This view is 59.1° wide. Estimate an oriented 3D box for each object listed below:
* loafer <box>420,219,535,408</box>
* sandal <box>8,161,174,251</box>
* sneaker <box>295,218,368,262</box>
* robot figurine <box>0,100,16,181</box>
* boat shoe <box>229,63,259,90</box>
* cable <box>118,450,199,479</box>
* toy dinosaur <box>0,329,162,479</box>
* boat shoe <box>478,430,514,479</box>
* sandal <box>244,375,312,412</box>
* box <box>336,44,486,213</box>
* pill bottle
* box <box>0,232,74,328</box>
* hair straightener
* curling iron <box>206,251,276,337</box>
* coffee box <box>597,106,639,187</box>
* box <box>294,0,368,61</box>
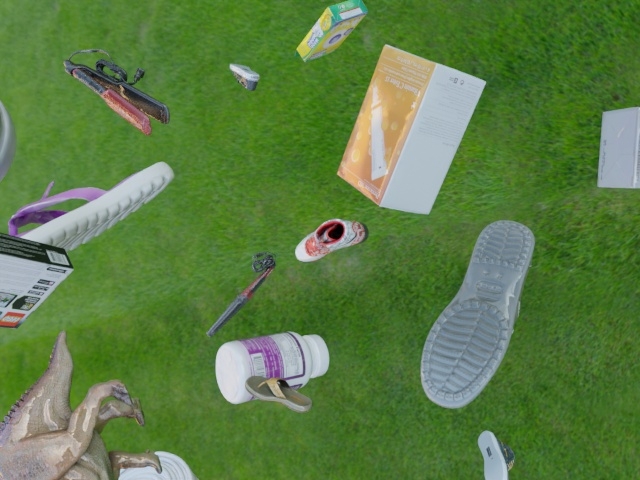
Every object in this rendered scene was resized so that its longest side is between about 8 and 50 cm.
[{"bbox_3d":[0.209,0.098,0.713,0.094,0.087,0.251,21,74,33],"label":"loafer"},{"bbox_3d":[-0.428,-0.050,0.961,0.169,0.416,0.102,-33,95,38],"label":"sandal"},{"bbox_3d":[0.000,-0.001,1.725,0.270,0.145,0.090,-18,77,30],"label":"sneaker"},{"bbox_3d":[-0.567,-0.167,0.769,0.200,0.353,0.300,-5,74,5],"label":"robot figurine"},{"bbox_3d":[-0.191,-0.404,1.388,0.142,0.049,0.040,47,130,51],"label":"boat shoe"},{"bbox_3d":[-0.332,0.521,1.037,0.257,0.257,0.089,-8,127,28],"label":"cable"},{"bbox_3d":[-0.267,0.249,0.563,0.127,0.200,0.295,160,92,-73],"label":"toy dinosaur"},{"bbox_3d":[0.467,0.575,1.449,0.083,0.183,0.065,34,114,-11],"label":"boat shoe"},{"bbox_3d":[-0.101,0.378,1.425,0.180,0.072,0.049,20,115,4],"label":"sandal"},{"bbox_3d":[0.212,-0.269,1.387,0.215,0.168,0.345,44,120,50],"label":"box"},{"bbox_3d":[-0.131,0.352,1.611,0.169,0.302,0.169,6,97,54],"label":"pill bottle"},{"bbox_3d":[-0.381,0.036,0.587,0.114,0.207,0.036,-42,62,12],"label":"box"},{"bbox_3d":[-0.333,-0.256,0.934,0.230,0.089,0.047,32,141,19],"label":"hair straightener"},{"bbox_3d":[-0.210,0.139,1.486,0.068,0.274,0.035,39,166,-12],"label":"curling iron"},{"bbox_3d":[0.774,-0.196,1.223,0.119,0.297,0.168,-147,57,-77],"label":"coffee box"},{"bbox_3d":[0.019,-0.468,1.278,0.043,0.105,0.179,59,148,-1],"label":"box"}]
